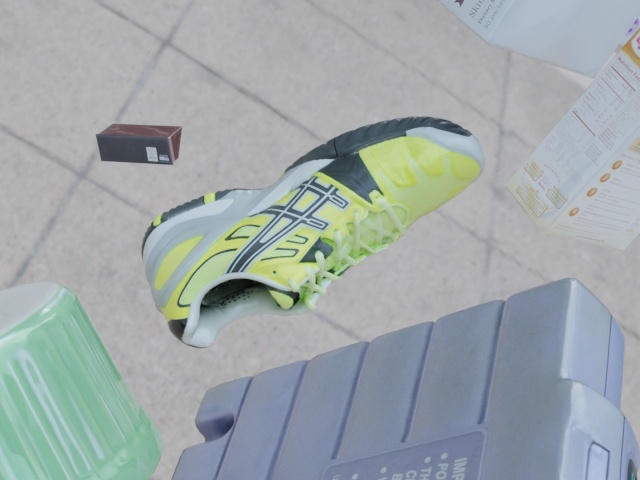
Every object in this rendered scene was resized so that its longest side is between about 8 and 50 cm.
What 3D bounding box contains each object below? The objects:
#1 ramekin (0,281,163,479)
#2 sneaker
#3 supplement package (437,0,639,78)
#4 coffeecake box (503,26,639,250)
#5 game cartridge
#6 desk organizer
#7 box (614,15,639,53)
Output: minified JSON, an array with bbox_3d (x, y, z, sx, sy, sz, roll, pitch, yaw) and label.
[{"bbox_3d":[-0.286,0.150,0.838,0.303,0.303,0.148,-37,110,-52],"label":"ramekin"},{"bbox_3d":[0.000,0.000,1.171,0.145,0.384,0.147,50,20,-51],"label":"sneaker"},{"bbox_3d":[0.244,-0.319,1.084,0.204,0.262,0.145,6,34,-46],"label":"supplement package"},{"bbox_3d":[0.277,-0.085,0.987,0.142,0.185,0.068,10,38,-45],"label":"coffeecake box"},{"bbox_3d":[0.000,0.182,0.409,0.068,0.230,0.355,51,39,-30],"label":"game cartridge"},{"bbox_3d":[-0.278,-0.151,1.735,0.130,0.047,0.050,5,29,22],"label":"desk organizer"},{"bbox_3d":[0.342,-0.331,1.526,0.067,0.063,0.324,28,12,-42],"label":"box"}]
